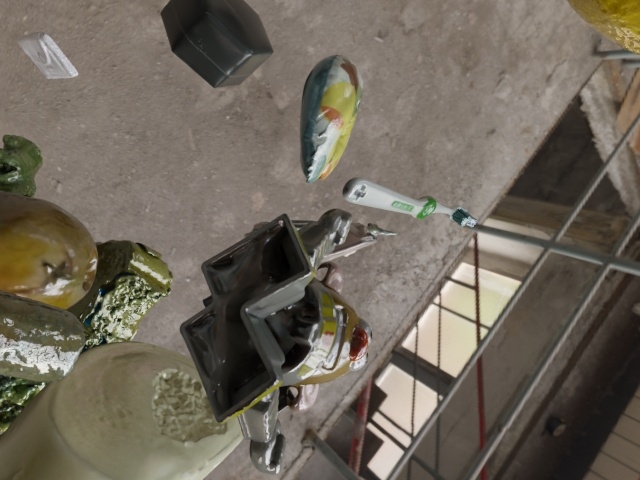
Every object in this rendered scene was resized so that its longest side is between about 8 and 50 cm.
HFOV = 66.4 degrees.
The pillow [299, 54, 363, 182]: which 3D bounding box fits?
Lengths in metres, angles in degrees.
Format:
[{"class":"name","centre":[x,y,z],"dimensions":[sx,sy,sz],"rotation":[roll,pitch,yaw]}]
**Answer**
[{"class":"pillow","centre":[0.014,-0.205,0.836],"dimensions":[0.085,0.233,0.214],"rotation":[16,100,4]}]

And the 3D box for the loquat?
[{"class":"loquat","centre":[-0.441,0.022,0.692],"dimensions":[0.227,0.179,0.180],"rotation":[14,95,-18]}]

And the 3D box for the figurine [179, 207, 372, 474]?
[{"class":"figurine","centre":[-0.033,0.112,0.629],"dimensions":[0.343,0.167,0.285],"rotation":[-54,152,-5]}]

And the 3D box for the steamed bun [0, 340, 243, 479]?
[{"class":"steamed bun","centre":[-0.380,0.375,0.854],"dimensions":[0.371,0.290,0.456],"rotation":[-45,167,7]}]

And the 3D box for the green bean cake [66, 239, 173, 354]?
[{"class":"green bean cake","centre":[-0.502,0.169,1.155],"dimensions":[0.202,0.284,0.310],"rotation":[45,47,-55]}]

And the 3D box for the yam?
[{"class":"yam","centre":[-0.223,0.054,0.312],"dimensions":[0.132,0.054,0.054],"rotation":[36,82,-49]}]

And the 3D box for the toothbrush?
[{"class":"toothbrush","centre":[0.110,-0.039,0.541],"dimensions":[0.303,0.030,0.030],"rotation":[6,100,-53]}]

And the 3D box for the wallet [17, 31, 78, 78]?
[{"class":"wallet","centre":[-0.695,-0.463,1.238],"dimensions":[0.032,0.182,0.124],"rotation":[-55,136,-25]}]

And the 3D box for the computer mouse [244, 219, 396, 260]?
[{"class":"computer mouse","centre":[-0.002,0.006,1.250],"dimensions":[0.388,0.199,0.115],"rotation":[1,98,2]}]

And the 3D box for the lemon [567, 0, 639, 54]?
[{"class":"lemon","centre":[0.326,-0.272,0.432],"dimensions":[0.260,0.204,0.204],"rotation":[42,77,-4]}]

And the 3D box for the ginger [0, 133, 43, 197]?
[{"class":"ginger","centre":[-0.721,-0.130,1.128],"dimensions":[0.089,0.137,0.290],"rotation":[0,59,-10]}]

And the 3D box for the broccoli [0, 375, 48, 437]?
[{"class":"broccoli","centre":[-0.787,0.332,1.120],"dimensions":[0.323,0.334,0.272],"rotation":[-3,106,-2]}]

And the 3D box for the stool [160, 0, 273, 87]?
[{"class":"stool","centre":[-0.228,-0.460,1.087],"dimensions":[0.141,0.232,0.232],"rotation":[-34,130,28]}]

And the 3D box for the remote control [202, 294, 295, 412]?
[{"class":"remote control","centre":[-0.130,0.193,0.868],"dimensions":[0.063,0.025,0.245],"rotation":[-25,71,-23]}]
